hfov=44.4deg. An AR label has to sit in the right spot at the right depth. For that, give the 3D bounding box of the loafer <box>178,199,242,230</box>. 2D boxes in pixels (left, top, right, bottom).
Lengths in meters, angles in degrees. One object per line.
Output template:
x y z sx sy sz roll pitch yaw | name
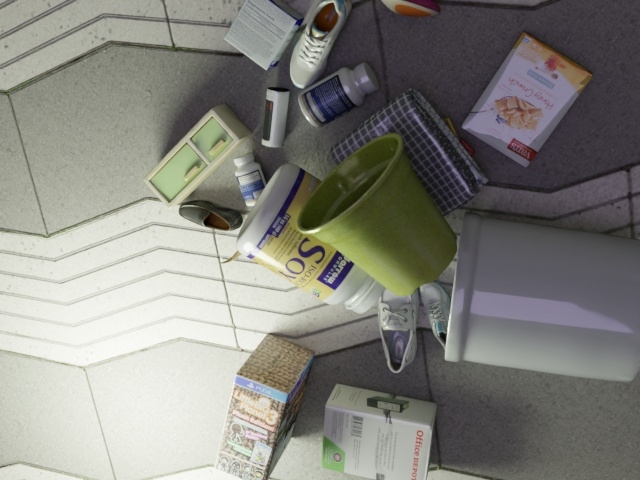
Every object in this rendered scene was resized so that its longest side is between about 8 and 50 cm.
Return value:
-0.284 -0.061 1.976 0.170 0.061 0.062 10 112 14 | loafer

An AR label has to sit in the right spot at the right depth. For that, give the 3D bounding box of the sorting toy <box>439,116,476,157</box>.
0.230 -0.161 1.799 0.132 0.046 0.274 42 115 -1 | sorting toy

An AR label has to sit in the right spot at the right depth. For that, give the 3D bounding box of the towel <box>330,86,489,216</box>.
0.192 -0.157 1.720 0.235 0.121 0.283 -36 95 25 | towel

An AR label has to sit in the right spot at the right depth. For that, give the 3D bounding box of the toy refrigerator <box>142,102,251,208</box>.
-0.303 -0.204 1.915 0.269 0.094 0.102 -40 94 24 | toy refrigerator

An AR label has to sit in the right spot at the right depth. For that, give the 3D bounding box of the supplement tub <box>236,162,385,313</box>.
0.000 0.000 1.799 0.331 0.241 0.241 31 115 -9 | supplement tub

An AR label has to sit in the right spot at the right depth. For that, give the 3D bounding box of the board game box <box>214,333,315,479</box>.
-0.141 0.431 2.012 0.141 0.232 0.291 19 112 10 | board game box

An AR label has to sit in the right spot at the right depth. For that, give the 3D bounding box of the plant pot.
0.137 -0.033 1.602 0.276 0.276 0.254 -36 110 24 | plant pot

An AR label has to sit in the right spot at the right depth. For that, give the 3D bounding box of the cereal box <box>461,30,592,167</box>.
0.440 -0.301 1.688 0.173 0.047 0.240 32 114 4 | cereal box

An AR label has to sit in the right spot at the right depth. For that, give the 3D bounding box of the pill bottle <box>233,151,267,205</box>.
-0.168 -0.150 1.909 0.067 0.067 0.120 -14 104 20 | pill bottle

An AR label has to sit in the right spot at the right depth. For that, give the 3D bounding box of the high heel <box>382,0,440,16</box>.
0.149 -0.560 1.684 0.244 0.082 0.117 16 84 5 | high heel

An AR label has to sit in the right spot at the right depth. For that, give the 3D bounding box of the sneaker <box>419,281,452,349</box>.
0.290 0.185 1.883 0.071 0.083 0.190 -24 99 24 | sneaker

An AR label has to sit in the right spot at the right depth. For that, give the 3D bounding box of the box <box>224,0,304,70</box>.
-0.126 -0.481 1.779 0.126 0.072 0.137 37 115 2 | box

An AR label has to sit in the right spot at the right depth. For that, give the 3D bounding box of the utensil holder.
0.479 0.124 1.675 0.386 0.327 0.327 8 110 13 | utensil holder

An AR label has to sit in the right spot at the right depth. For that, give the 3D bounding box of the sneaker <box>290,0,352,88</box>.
-0.012 -0.444 1.748 0.087 0.092 0.228 28 115 4 | sneaker

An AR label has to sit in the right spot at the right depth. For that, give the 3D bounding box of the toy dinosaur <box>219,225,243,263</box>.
-0.174 0.005 1.983 0.093 0.053 0.183 38 108 18 | toy dinosaur

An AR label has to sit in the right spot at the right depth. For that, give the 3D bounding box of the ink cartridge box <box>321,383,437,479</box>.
0.151 0.501 2.014 0.273 0.115 0.198 9 111 14 | ink cartridge box

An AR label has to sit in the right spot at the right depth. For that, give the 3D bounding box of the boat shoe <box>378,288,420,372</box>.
0.189 0.191 1.906 0.098 0.096 0.277 -2 107 18 | boat shoe

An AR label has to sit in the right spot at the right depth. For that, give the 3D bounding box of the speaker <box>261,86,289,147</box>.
-0.105 -0.291 1.849 0.055 0.055 0.136 13 112 12 | speaker

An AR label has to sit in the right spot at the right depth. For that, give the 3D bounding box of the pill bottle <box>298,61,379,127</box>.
0.043 -0.331 1.769 0.169 0.094 0.094 -26 100 22 | pill bottle
